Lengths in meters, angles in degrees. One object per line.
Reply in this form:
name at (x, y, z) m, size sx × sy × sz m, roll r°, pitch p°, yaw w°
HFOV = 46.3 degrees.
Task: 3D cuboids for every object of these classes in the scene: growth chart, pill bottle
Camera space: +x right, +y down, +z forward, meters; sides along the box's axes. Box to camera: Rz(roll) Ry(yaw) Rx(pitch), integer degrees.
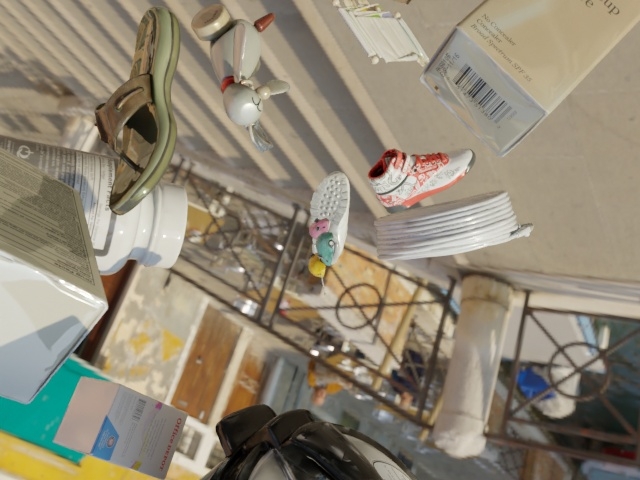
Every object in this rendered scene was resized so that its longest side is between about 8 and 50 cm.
growth chart at (0.126, -0.413, 1.485) m, size 0.021 × 0.172 × 0.237 m, roll -38°, pitch 165°, yaw 37°
pill bottle at (-0.362, -0.044, 1.072) m, size 0.319 × 0.176 × 0.176 m, roll 10°, pitch 161°, yaw -25°

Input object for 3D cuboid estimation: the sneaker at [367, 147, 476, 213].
sneaker at (0.250, -0.186, 1.891) m, size 0.270 × 0.090 × 0.145 m, roll -31°, pitch 124°, yaw 13°

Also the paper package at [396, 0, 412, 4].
paper package at (0.056, -0.613, 1.269) m, size 0.325 × 0.309 × 0.168 m, roll 12°, pitch 163°, yaw -22°

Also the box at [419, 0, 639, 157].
box at (0.282, -0.261, 0.904) m, size 0.148 × 0.311 × 0.121 m, roll 44°, pitch 158°, yaw 3°

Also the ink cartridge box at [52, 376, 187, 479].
ink cartridge box at (-0.254, 0.250, 0.984) m, size 0.090 × 0.092 × 0.143 m, roll 0°, pitch 151°, yaw 40°

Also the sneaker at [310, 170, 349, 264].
sneaker at (0.030, -0.062, 1.804) m, size 0.090 × 0.095 × 0.235 m, roll 18°, pitch 117°, yaw 17°

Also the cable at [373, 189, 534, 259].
cable at (0.223, -0.025, 1.353) m, size 0.257 × 0.089 × 0.257 m, roll -14°, pitch -176°, yaw -44°

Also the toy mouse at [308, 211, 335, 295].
toy mouse at (0.000, 0.000, 1.432) m, size 0.031 × 0.161 × 0.143 m, roll 3°, pitch 132°, yaw -13°

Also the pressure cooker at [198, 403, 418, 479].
pressure cooker at (-0.030, 0.432, 0.899) m, size 0.370 × 0.375 × 0.420 m, roll 33°, pitch 126°, yaw -16°

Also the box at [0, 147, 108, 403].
box at (-0.309, 0.015, 0.701) m, size 0.149 × 0.127 × 0.232 m, roll 33°, pitch -168°, yaw -35°

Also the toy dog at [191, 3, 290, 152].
toy dog at (-0.138, -0.364, 1.514) m, size 0.161 × 0.333 × 0.220 m, roll -30°, pitch 154°, yaw 10°

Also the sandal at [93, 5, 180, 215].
sandal at (-0.242, -0.169, 0.946) m, size 0.086 × 0.302 × 0.120 m, roll 18°, pitch 150°, yaw -37°
